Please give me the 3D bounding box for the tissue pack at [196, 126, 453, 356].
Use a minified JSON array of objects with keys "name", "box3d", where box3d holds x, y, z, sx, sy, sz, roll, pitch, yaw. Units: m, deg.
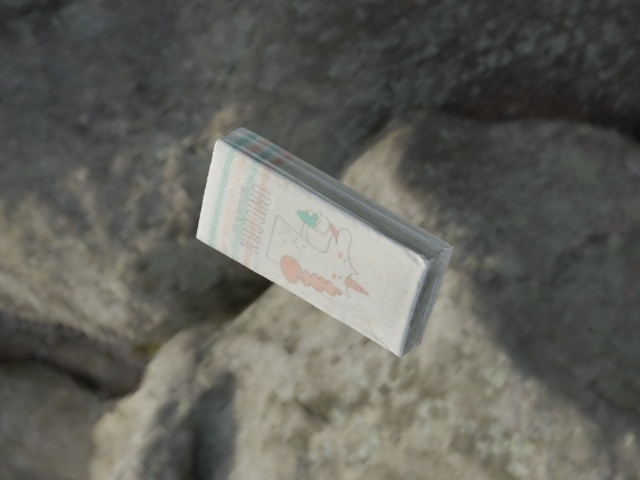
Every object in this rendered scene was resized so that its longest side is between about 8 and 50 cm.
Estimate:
[{"name":"tissue pack","box3d":[0.000,0.000,0.789,0.108,0.023,0.056,31,130,19]}]
